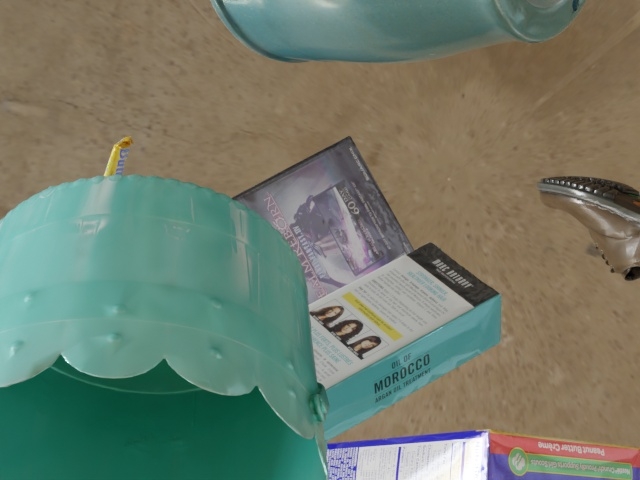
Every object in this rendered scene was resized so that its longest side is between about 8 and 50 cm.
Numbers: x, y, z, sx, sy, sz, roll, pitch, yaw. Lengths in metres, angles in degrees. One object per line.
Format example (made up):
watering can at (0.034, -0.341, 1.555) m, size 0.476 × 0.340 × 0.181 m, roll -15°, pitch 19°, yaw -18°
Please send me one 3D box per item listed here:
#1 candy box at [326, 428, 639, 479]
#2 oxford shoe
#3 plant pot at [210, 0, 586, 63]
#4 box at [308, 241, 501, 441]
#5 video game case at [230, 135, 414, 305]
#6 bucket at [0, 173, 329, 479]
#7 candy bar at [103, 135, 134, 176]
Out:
candy box at (0.177, 0.302, 1.513) m, size 0.317 × 0.268 × 0.122 m, roll -14°, pitch 68°, yaw 48°
oxford shoe at (0.310, -0.009, 1.328) m, size 0.083 × 0.227 × 0.096 m, roll -5°, pitch 113°, yaw -37°
plant pot at (0.080, -0.265, 1.018) m, size 0.255 × 0.272 × 0.271 m, roll 15°, pitch 95°, yaw 38°
box at (0.032, 0.094, 1.089) m, size 0.244 × 0.100 × 0.060 m, roll -26°, pitch 132°, yaw -24°
video game case at (0.000, 0.000, 1.553) m, size 0.026 × 0.274 × 0.196 m, roll -27°, pitch 93°, yaw 42°
bucket at (-0.127, 0.103, 0.857) m, size 0.281 × 0.183 × 0.281 m, roll 1°, pitch 135°, yaw 1°
candy bar at (-0.294, -0.074, 1.763) m, size 0.018 × 0.040 × 0.161 m, roll 28°, pitch 117°, yaw 11°
